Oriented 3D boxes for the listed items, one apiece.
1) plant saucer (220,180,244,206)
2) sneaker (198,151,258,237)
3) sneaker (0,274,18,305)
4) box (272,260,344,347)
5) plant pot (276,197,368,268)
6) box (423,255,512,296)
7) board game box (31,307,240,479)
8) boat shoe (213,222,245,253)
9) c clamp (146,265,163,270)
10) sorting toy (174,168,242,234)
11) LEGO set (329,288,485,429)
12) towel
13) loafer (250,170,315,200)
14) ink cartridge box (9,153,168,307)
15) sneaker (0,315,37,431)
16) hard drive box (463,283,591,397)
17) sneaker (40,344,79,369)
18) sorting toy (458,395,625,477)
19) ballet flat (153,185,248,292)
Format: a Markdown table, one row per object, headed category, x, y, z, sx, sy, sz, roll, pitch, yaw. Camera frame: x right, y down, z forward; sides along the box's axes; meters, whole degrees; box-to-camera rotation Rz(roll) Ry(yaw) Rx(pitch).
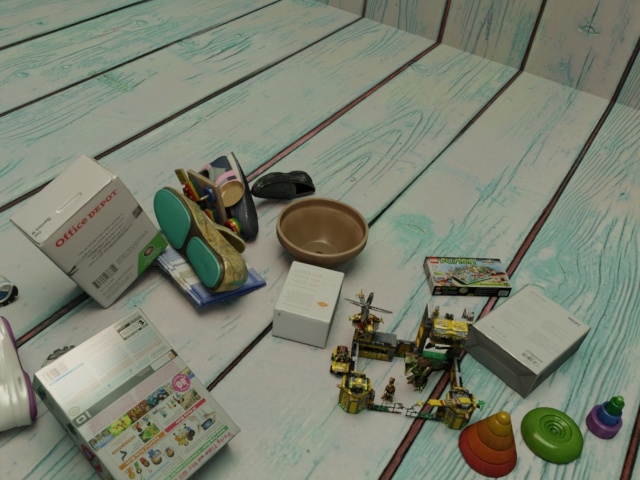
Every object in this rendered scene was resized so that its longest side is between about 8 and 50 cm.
| category | x | y | z | sx | sy | sz | roll | pitch | yaw |
| --- | --- | --- | --- | --- | --- | --- | --- | --- | --- |
| plant saucer | -0.234 | -0.120 | 1.648 | 0.083 | 0.015 | 0.083 | -14 | 54 | 20 |
| sneaker | -0.258 | -0.111 | 1.734 | 0.131 | 0.112 | 0.319 | -22 | 46 | 0 |
| sneaker | -0.779 | 0.124 | 1.381 | 0.191 | 0.071 | 0.083 | -17 | 39 | -38 |
| box | -0.028 | 0.146 | 1.456 | 0.130 | 0.091 | 0.170 | 14 | 40 | 6 |
| plant pot | 0.000 | 0.000 | 1.620 | 0.238 | 0.109 | 0.237 | 6 | 40 | -5 |
| box | 0.381 | 0.094 | 1.631 | 0.207 | 0.036 | 0.114 | 2 | 40 | -8 |
| board game box | -0.329 | 0.306 | 1.127 | 0.303 | 0.097 | 0.224 | 49 | 50 | 8 |
| boat shoe | -0.251 | -0.013 | 1.594 | 0.153 | 0.056 | 0.048 | 20 | 26 | 18 |
| c clamp | -0.405 | 0.058 | 1.553 | 0.161 | 0.022 | 0.137 | 1 | 34 | -8 |
| sorting toy | -0.315 | -0.107 | 1.648 | 0.046 | 0.132 | 0.275 | -34 | 44 | -30 |
| LEGO set | 0.190 | 0.237 | 1.308 | 0.332 | 0.192 | 0.255 | 13 | 40 | 6 |
| towel | -0.296 | 0.052 | 1.548 | 0.209 | 0.034 | 0.285 | -17 | 46 | -45 |
| loafer | -0.102 | -0.152 | 1.789 | 0.223 | 0.076 | 0.078 | -15 | 54 | -46 |
| ink cartridge box | -0.493 | -0.016 | 1.371 | 0.122 | 0.289 | 0.211 | 32 | 69 | 26 |
| sneaker | -0.661 | 0.245 | 1.213 | 0.152 | 0.114 | 0.305 | -18 | 46 | -29 |
| hard drive box | 0.479 | 0.226 | 1.452 | 0.232 | 0.089 | 0.181 | -26 | 51 | -33 |
| sneaker | -0.408 | 0.264 | 1.245 | 0.275 | 0.110 | 0.107 | 12 | 55 | -23 |
| sorting toy | 0.462 | 0.365 | 1.258 | 0.366 | 0.126 | 0.127 | -6 | 42 | -15 |
| ballet flat | -0.286 | -0.003 | 1.507 | 0.123 | 0.123 | 0.348 | -21 | 51 | -30 |
